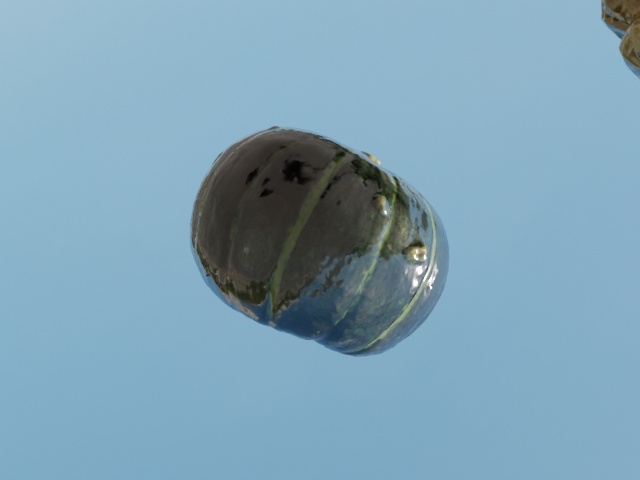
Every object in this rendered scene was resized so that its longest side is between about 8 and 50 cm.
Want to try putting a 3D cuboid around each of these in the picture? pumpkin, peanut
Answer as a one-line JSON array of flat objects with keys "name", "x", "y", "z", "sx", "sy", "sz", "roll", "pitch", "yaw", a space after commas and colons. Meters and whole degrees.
[{"name": "pumpkin", "x": 0.000, "y": 0.000, "z": 1.897, "sx": 0.323, "sy": 0.323, "sz": 0.241, "roll": 24, "pitch": -89, "yaw": 60}, {"name": "peanut", "x": 0.426, "y": -0.233, "z": 1.838, "sx": 0.110, "sy": 0.197, "sz": 0.233, "roll": -58, "pitch": -152, "yaw": 30}]
